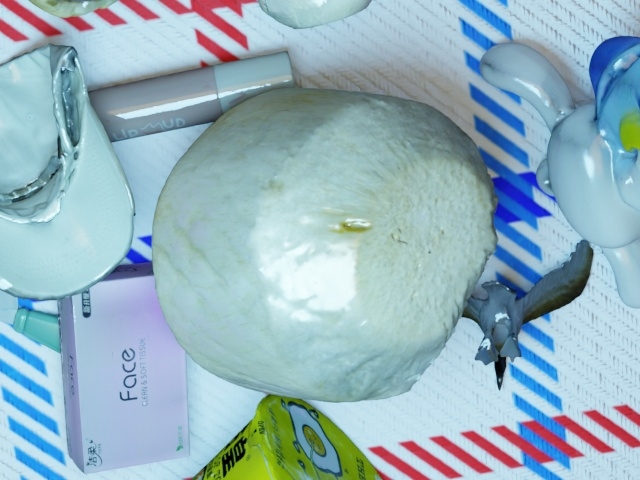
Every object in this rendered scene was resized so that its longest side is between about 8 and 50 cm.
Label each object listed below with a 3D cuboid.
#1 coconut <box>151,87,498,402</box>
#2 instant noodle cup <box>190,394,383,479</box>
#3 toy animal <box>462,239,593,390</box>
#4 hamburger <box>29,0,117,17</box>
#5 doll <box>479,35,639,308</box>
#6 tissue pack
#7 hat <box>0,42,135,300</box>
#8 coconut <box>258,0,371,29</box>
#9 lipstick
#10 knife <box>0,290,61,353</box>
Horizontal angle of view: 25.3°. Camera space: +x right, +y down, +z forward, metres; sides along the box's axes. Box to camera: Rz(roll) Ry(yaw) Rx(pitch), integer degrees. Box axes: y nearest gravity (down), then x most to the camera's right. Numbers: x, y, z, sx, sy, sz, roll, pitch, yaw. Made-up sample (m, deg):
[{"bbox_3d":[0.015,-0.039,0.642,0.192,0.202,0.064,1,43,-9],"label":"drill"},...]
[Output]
[{"bbox_3d":[0.000,0.000,1.685,0.415,0.415,0.345,-37,116,5],"label":"coconut"},{"bbox_3d":[-0.061,0.389,1.783,0.254,0.325,0.325,-38,100,15],"label":"instant noodle cup"},{"bbox_3d":[0.217,0.112,1.821,0.272,0.160,0.197,0,103,5],"label":"toy animal"},{"bbox_3d":[-0.283,-0.398,1.634,0.144,0.283,0.260,-20,106,42],"label":"hamburger"},{"bbox_3d":[0.403,-0.113,1.709,0.376,0.365,0.187,42,57,-20],"label":"doll"},{"bbox_3d":[-0.247,0.157,1.806,0.148,0.092,0.246,-7,102,-25],"label":"tissue pack"},{"bbox_3d":[-0.352,-0.074,1.728,0.257,0.168,0.301,-34,90,-7],"label":"hat"},{"bbox_3d":[-0.014,-0.350,1.708,0.170,0.171,0.183,-18,104,1],"label":"coconut"},{"bbox_3d":[-0.158,-0.178,1.778,0.254,0.070,0.070,-12,101,0],"label":"lipstick"},{"bbox_3d":[-0.409,0.086,1.840,0.260,0.034,0.063,20,101,-3],"label":"knife"}]
